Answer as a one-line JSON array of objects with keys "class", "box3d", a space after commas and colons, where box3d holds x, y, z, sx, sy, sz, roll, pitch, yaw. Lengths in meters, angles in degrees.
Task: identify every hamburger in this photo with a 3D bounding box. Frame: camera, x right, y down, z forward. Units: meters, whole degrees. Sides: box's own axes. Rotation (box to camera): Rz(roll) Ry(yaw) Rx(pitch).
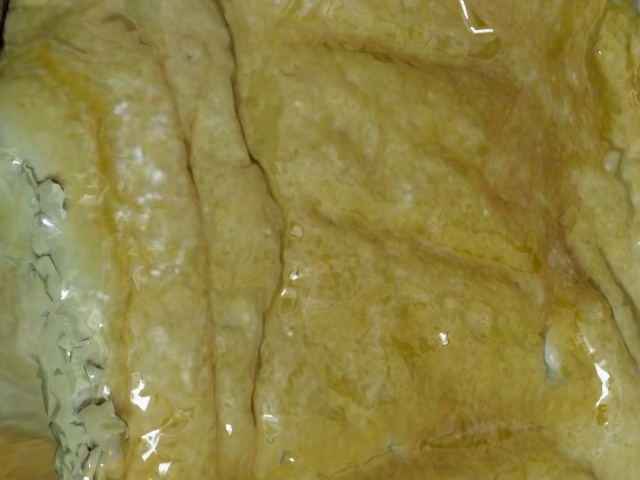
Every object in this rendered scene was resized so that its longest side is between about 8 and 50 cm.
[{"class": "hamburger", "box3d": [-0.002, 0.000, 0.522, 0.265, 0.285, 0.134, 25, 161, -28]}]
